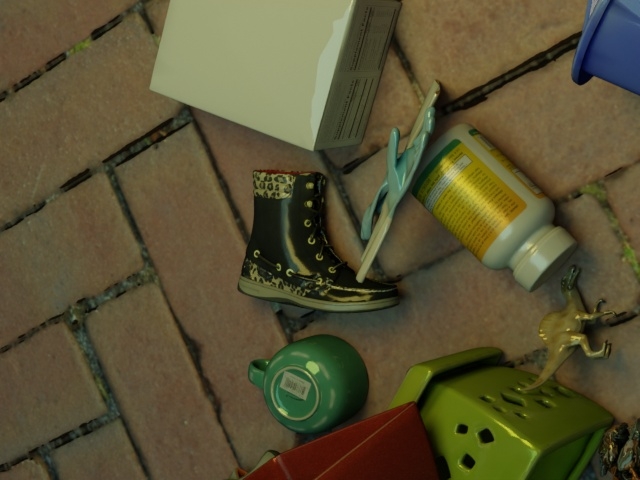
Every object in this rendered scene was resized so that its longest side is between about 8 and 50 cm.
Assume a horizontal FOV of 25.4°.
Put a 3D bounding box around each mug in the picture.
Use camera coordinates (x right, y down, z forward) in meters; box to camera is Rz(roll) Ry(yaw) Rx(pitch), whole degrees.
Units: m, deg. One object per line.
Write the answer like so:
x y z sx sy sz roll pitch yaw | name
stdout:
-0.024 0.203 1.935 0.157 0.097 0.129 -26 85 27 | mug

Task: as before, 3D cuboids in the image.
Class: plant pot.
0.193 0.265 1.768 0.207 0.227 0.228 37 113 26 | plant pot
0.007 0.376 1.645 0.267 0.267 0.236 -28 92 42 | plant pot

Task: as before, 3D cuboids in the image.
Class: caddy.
0.399 -0.307 1.571 0.179 0.241 0.341 32 110 15 | caddy

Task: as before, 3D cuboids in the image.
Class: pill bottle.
0.217 -0.038 1.768 0.208 0.117 0.117 45 114 15 | pill bottle

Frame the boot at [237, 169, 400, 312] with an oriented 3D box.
-0.002 0.000 1.905 0.236 0.085 0.179 8 98 27 | boot

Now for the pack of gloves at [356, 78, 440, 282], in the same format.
0.084 -0.086 1.789 0.046 0.195 0.232 23 110 -6 | pack of gloves

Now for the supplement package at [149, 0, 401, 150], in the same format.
-0.062 -0.256 1.866 0.262 0.145 0.204 22 106 23 | supplement package

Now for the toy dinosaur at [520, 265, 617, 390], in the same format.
0.312 0.124 1.756 0.092 0.053 0.183 12 63 21 | toy dinosaur

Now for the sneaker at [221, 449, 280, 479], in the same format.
-0.128 0.397 2.027 0.271 0.100 0.108 -38 66 23 | sneaker

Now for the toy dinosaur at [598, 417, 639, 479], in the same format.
0.460 0.361 1.708 0.218 0.164 0.322 -31 102 41 | toy dinosaur
